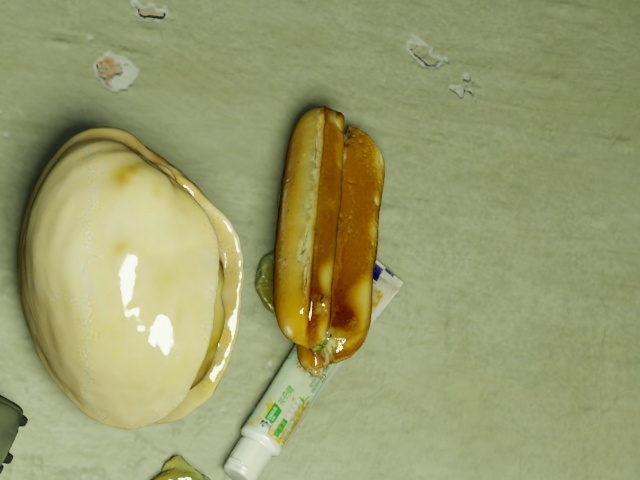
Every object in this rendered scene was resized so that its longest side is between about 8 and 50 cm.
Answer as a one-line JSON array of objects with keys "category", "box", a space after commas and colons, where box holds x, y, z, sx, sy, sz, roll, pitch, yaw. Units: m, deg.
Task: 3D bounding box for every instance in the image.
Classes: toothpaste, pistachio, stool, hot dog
[{"category": "toothpaste", "box": [-0.011, 0.141, 1.532, 0.056, 0.058, 0.314, 17, 58, 32]}, {"category": "pistachio", "box": [-0.203, 0.037, 1.415, 0.238, 0.229, 0.321, -16, 84, 20]}, {"category": "stool", "box": [-0.365, 0.191, 1.384, 0.110, 0.096, 0.096, 27, 68, -14]}, {"category": "hot dog", "box": [0.000, 0.000, 1.521, 0.135, 0.100, 0.337, 38, 44, -39]}]

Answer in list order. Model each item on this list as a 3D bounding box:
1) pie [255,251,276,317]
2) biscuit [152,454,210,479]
[{"category": "pie", "box": [-0.039, 0.050, 1.565, 0.084, 0.020, 0.084, 6, 70, -17]}, {"category": "biscuit", "box": [-0.088, 0.371, 1.445, 0.274, 0.036, 0.187, 30, 68, -7]}]
